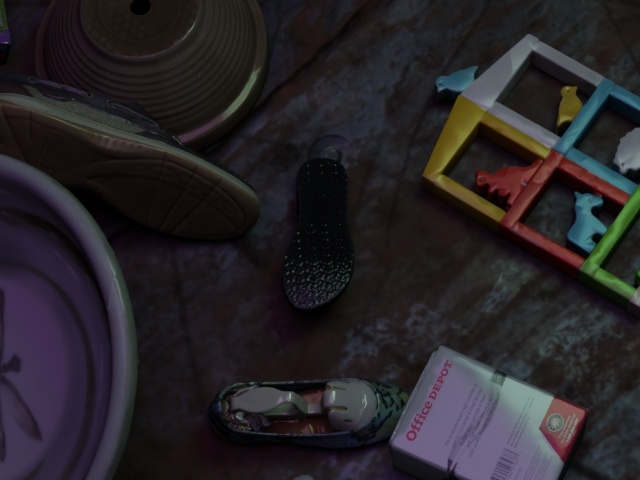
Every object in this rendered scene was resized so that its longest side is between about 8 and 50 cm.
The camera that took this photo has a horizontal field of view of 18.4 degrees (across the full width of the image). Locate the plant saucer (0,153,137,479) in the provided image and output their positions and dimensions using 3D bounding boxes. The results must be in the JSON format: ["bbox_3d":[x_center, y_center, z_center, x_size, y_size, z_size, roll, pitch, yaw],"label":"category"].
[{"bbox_3d":[-0.312,0.123,1.761,0.400,0.100,0.400,-5,79,28],"label":"plant saucer"}]

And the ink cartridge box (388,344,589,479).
[{"bbox_3d":[0.151,0.178,1.780,0.150,0.063,0.109,23,69,13],"label":"ink cartridge box"}]

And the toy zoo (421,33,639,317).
[{"bbox_3d":[0.233,-0.077,1.908,0.293,0.030,0.192,31,71,15],"label":"toy zoo"}]

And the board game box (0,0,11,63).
[{"bbox_3d":[-0.444,-0.333,2.016,0.208,0.056,0.346,-5,64,-16],"label":"board game box"}]

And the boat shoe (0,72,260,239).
[{"bbox_3d":[-0.187,-0.087,1.864,0.285,0.103,0.092,19,43,-16],"label":"boat shoe"}]

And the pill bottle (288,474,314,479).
[{"bbox_3d":[-0.096,0.307,1.694,0.246,0.136,0.136,-22,67,-7],"label":"pill bottle"}]

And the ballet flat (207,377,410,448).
[{"bbox_3d":[-0.010,0.154,1.799,0.188,0.070,0.070,-6,66,0],"label":"ballet flat"}]

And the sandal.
[{"bbox_3d":[0.000,0.000,1.887,0.067,0.040,0.179,6,52,0],"label":"sandal"}]

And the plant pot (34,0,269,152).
[{"bbox_3d":[-0.171,-0.205,1.944,0.237,0.110,0.237,-1,65,3],"label":"plant pot"}]

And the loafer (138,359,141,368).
[{"bbox_3d":[-0.235,0.037,1.858,0.087,0.094,0.251,-14,70,-16],"label":"loafer"}]
